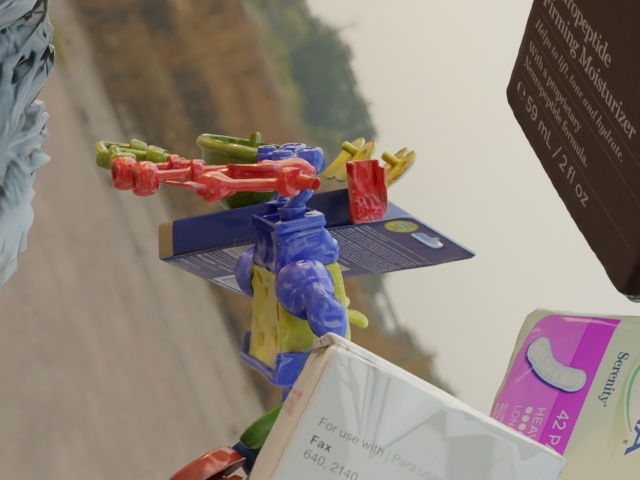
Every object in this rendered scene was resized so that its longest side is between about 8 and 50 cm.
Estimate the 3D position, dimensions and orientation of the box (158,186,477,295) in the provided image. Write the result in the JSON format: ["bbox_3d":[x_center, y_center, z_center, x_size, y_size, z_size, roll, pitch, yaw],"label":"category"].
[{"bbox_3d":[0.000,0.000,1.608,0.136,0.225,0.036,28,57,-58],"label":"box"}]

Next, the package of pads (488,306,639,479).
[{"bbox_3d":[0.155,0.172,0.862,0.101,0.229,0.296,51,54,-42],"label":"package of pads"}]

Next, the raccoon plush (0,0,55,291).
[{"bbox_3d":[-0.255,-0.139,0.580,0.216,0.299,0.446,-53,162,-40],"label":"raccoon plush"}]

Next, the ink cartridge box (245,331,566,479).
[{"bbox_3d":[-0.007,0.132,0.622,0.082,0.191,0.139,27,-4,0],"label":"ink cartridge box"}]

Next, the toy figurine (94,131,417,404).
[{"bbox_3d":[-0.055,0.036,1.516,0.362,0.191,0.217,-161,-114,-71],"label":"toy figurine"}]

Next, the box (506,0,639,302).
[{"bbox_3d":[0.214,-0.103,0.977,0.168,0.167,0.203,-114,-153,-43],"label":"box"}]

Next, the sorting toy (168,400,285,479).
[{"bbox_3d":[-0.032,0.120,1.042,0.042,0.102,0.061,57,0,10],"label":"sorting toy"}]
